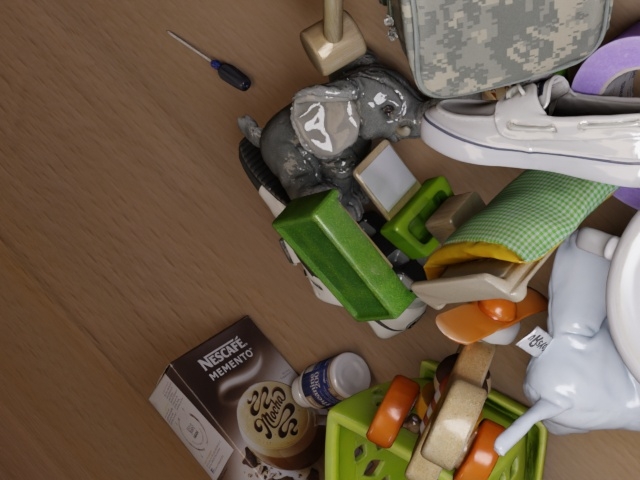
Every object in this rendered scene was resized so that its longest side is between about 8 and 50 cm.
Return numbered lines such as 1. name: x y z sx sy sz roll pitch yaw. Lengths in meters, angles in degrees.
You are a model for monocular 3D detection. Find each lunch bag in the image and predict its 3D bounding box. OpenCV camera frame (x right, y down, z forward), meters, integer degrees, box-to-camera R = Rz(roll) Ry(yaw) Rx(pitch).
1. lunch bag: 0.139 -0.320 1.225 0.305 0.213 0.256 77 178 -52

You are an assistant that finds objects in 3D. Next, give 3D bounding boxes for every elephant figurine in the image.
1. elephant figurine: 0.041 -0.152 1.561 0.239 0.186 0.169 -58 36 37

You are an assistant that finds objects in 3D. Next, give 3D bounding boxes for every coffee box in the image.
1. coffee box: -0.091 0.282 1.948 0.297 0.168 0.119 49 140 12

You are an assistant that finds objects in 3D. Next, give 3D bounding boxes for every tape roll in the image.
1. tape roll: 0.342 -0.123 1.282 0.189 0.080 0.189 24 131 30

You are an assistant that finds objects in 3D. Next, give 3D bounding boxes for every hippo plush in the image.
1. hippo plush: 0.342 0.121 1.352 0.237 0.294 0.234 13 92 19

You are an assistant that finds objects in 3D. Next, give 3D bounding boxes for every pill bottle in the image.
1. pill bottle: 0.011 0.202 1.866 0.120 0.067 0.067 -27 93 51

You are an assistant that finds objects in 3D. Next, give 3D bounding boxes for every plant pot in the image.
1. plant pot: 0.156 0.294 1.659 0.228 0.207 0.227 26 131 35

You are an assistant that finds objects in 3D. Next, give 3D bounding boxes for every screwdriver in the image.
1. screwdriver: -0.158 -0.247 1.791 0.170 0.025 0.024 33 135 28

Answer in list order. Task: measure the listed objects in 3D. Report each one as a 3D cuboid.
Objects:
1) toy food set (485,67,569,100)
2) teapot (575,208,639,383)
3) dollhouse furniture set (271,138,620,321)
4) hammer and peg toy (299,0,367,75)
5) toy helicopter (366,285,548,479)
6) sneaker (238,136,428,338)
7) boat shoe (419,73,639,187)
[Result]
1. toy food set: 0.212 -0.187 1.420 0.192 0.038 0.132 44 139 18
2. teapot: 0.387 0.054 1.201 0.253 0.187 0.256 -26 73 22
3. dollhouse furniture set: 0.124 -0.041 1.350 0.151 0.197 0.301 51 153 -15
4. hammer and peg toy: -0.019 -0.374 1.411 0.361 0.127 0.266 61 169 -2
5. toy helicopter: 0.149 0.150 1.343 0.140 0.355 0.235 27 94 5
6. sneaker: 0.000 0.000 1.703 0.330 0.122 0.146 46 138 16
7. boat shoe: 0.217 -0.118 1.274 0.268 0.096 0.088 16 122 35
